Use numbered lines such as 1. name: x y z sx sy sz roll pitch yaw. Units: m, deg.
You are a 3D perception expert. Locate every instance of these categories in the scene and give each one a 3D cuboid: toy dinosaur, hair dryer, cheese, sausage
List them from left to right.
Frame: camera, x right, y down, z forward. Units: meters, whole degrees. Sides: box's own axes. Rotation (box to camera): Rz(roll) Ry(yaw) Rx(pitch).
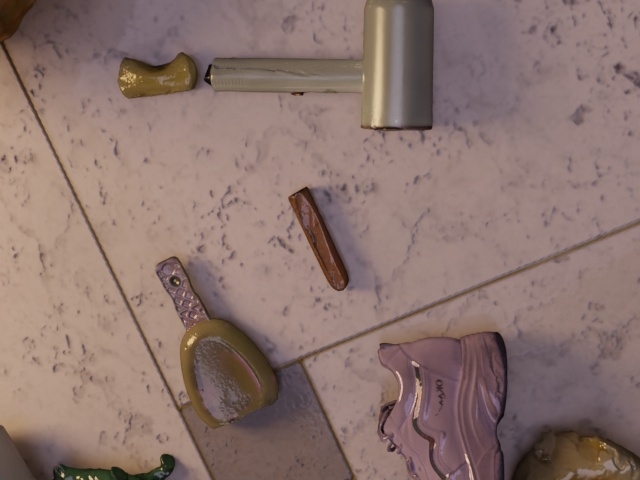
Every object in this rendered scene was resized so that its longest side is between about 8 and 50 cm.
1. cheese: -0.167 -0.171 0.958 0.083 0.030 0.044 -6 106 12
2. toy dinosaur: -0.160 0.310 1.021 0.292 0.079 0.120 17 107 5
3. cheese: -0.123 0.106 1.000 0.097 0.037 0.192 -27 96 8
4. hair dryer: -0.005 -0.176 0.935 0.236 0.073 0.131 2 99 14
5. sausage: 0.000 0.000 0.976 0.026 0.026 0.116 -24 98 9

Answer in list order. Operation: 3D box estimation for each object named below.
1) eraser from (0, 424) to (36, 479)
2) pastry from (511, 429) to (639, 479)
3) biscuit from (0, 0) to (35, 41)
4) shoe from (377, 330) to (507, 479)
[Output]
1. eraser: -0.361 0.369 1.033 0.189 0.104 0.290 -26 97 21
2. pastry: 0.275 0.276 0.968 0.165 0.088 0.166 1 101 4
3. biscuit: -0.349 -0.286 0.885 0.269 0.051 0.376 21 83 28
4. shoe: 0.120 0.213 0.953 0.137 0.095 0.245 2 80 14
